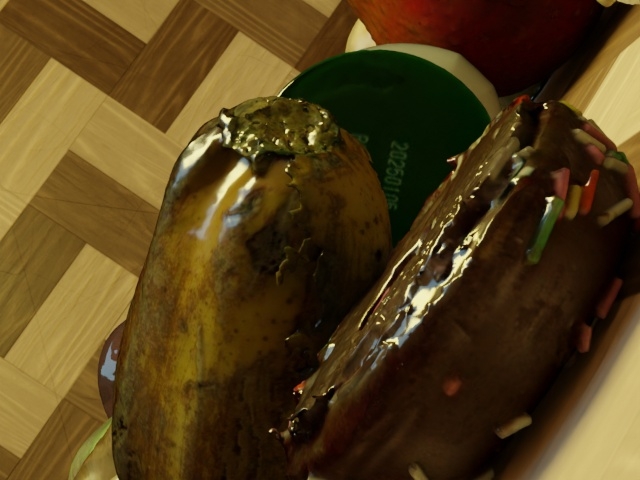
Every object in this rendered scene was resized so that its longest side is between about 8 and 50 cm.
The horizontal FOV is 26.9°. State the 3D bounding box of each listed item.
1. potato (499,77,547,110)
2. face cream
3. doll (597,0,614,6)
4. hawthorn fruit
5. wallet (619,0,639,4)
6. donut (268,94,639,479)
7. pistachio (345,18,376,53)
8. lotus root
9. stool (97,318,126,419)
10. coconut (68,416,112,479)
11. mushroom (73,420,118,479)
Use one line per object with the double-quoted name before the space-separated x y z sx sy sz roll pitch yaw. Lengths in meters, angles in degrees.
"potato" 0.216 -0.199 1.535 0.200 0.081 0.164 -57 3 31
"face cream" 0.033 -0.044 1.220 0.312 0.219 0.357 -46 1 -3
"doll" 0.246 -0.246 0.719 0.208 0.144 0.271 -47 -5 -14
"hawthorn fruit" 0.167 -0.280 1.298 0.284 0.285 0.369 -56 10 -2
"wallet" 0.281 -0.269 1.073 0.190 0.095 0.033 -58 -38 -13
"donut" 0.075 0.043 0.736 0.269 0.103 0.270 -54 1 1
"pistachio" 0.165 -0.270 1.829 0.321 0.229 0.238 -44 45 0
"lotus root" -0.051 0.090 0.959 0.196 0.179 0.397 48 135 48
"stool" -0.159 0.188 1.903 0.178 0.272 0.272 -38 14 39
"coconut" -0.183 0.283 1.537 0.236 0.205 0.235 172 90 -69
"mushroom" -0.136 0.262 1.207 0.397 0.224 0.313 -50 -12 -3
